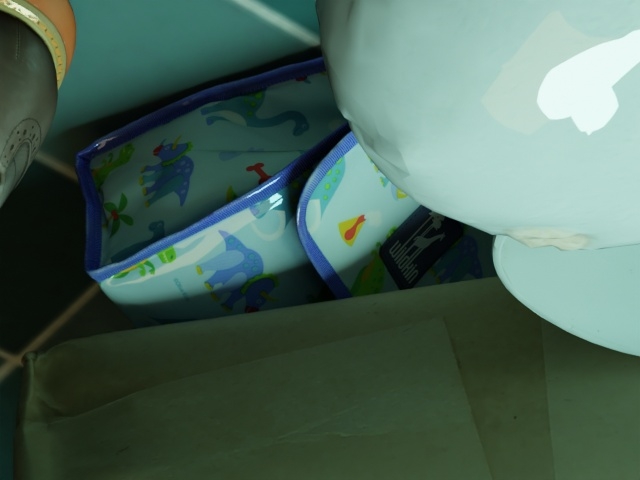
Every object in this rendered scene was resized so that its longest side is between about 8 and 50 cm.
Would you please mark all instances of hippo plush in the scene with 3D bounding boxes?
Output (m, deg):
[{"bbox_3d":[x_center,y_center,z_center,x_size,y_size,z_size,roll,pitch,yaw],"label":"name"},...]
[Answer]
[{"bbox_3d":[0.116,-0.079,0.464,0.294,0.237,0.234,-14,128,13],"label":"hippo plush"}]

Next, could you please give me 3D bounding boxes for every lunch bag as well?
[{"bbox_3d":[0.000,0.000,0.705,0.151,0.096,0.129,-25,132,8],"label":"lunch bag"}]

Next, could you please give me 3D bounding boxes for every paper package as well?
[{"bbox_3d":[0.080,0.168,0.688,0.324,0.168,0.309,-9,133,5],"label":"paper package"}]

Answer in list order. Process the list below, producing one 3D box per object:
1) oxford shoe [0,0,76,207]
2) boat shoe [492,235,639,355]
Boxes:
[{"bbox_3d":[-0.194,0.000,0.699,0.097,0.098,0.271,26,133,-25],"label":"oxford shoe"},{"bbox_3d":[0.150,-0.008,0.591,0.183,0.083,0.065,6,133,6],"label":"boat shoe"}]
